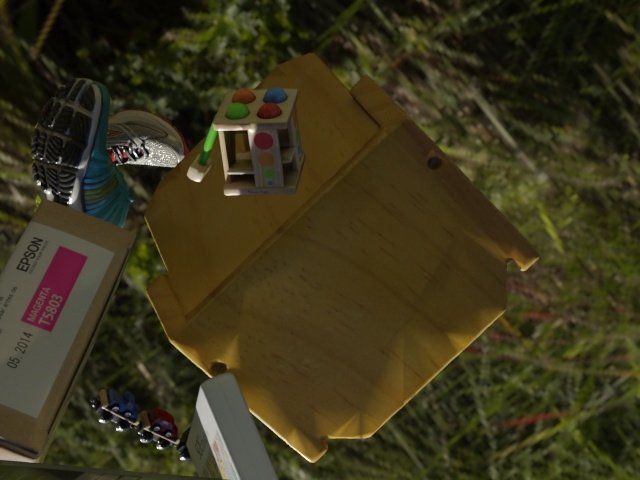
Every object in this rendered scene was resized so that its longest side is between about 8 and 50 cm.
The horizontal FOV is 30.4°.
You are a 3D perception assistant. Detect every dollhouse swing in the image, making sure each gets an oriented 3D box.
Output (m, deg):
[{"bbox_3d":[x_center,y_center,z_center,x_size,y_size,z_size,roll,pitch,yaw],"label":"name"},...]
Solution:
[{"bbox_3d":[0.000,0.000,1.390,0.347,0.315,0.305,-44,-162,6],"label":"dollhouse swing"}]

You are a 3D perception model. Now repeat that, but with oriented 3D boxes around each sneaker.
[{"bbox_3d":[-0.284,-0.068,1.431,0.110,0.107,0.275,-14,123,-41],"label":"sneaker"},{"bbox_3d":[-0.289,-0.125,1.622,0.088,0.225,0.092,83,18,-49],"label":"sneaker"}]

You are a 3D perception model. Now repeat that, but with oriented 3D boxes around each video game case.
[{"bbox_3d":[-0.035,0.216,0.786,0.026,0.227,0.206,-21,165,-15],"label":"video game case"}]

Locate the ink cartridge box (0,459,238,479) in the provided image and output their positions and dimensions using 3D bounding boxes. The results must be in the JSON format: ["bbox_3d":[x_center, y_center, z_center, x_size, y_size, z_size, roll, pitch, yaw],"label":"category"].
[{"bbox_3d":[-0.046,0.215,0.458,0.275,0.238,0.060,3,-178,8],"label":"ink cartridge box"}]

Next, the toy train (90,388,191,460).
[{"bbox_3d":[-0.165,0.189,1.193,0.158,0.027,0.036,34,109,-35],"label":"toy train"}]

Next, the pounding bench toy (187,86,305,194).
[{"bbox_3d":[-0.058,-0.073,0.839,0.083,0.065,0.052,-1,-146,10],"label":"pounding bench toy"}]

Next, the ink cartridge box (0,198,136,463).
[{"bbox_3d":[-0.240,0.114,0.937,0.234,0.088,0.193,-74,-171,-47],"label":"ink cartridge box"}]
